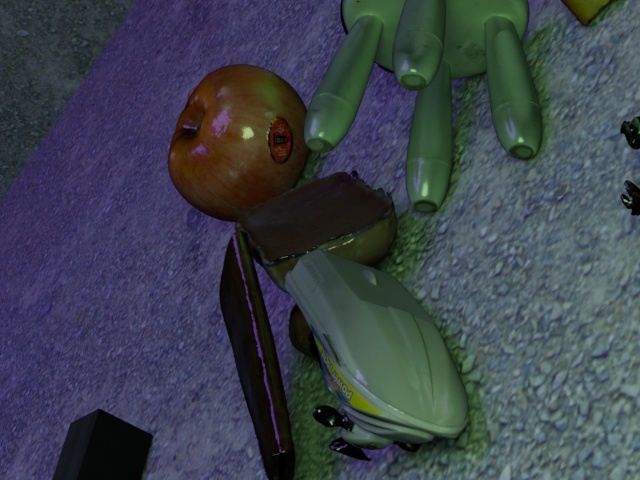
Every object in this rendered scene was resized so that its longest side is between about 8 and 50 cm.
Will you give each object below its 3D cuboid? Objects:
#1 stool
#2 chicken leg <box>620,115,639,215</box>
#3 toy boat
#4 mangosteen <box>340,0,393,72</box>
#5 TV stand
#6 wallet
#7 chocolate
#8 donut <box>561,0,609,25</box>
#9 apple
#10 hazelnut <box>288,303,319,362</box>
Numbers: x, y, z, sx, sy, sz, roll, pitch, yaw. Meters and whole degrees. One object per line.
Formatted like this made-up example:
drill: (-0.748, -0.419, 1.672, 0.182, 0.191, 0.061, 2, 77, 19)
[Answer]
stool: (0.108, -0.166, 1.238, 0.195, 0.195, 0.198, -28, 43, 47)
chicken leg: (0.295, -0.046, 0.905, 0.105, 0.063, 0.234, -62, 26, 5)
toy boat: (0.043, 0.113, 1.116, 0.141, 0.141, 0.269, -48, 29, 22)
mangosteen: (0.087, -0.270, 1.484, 0.151, 0.137, 0.137, 91, -162, -67)
TV stand: (-0.295, 0.353, 1.518, 0.083, 0.088, 0.269, -30, 38, 44)
wallet: (-0.067, 0.129, 1.261, 0.137, 0.031, 0.255, 102, 157, -57)
chocolate: (0.001, 0.001, 1.340, 0.161, 0.083, 0.261, -23, 17, -5)
donut: (0.251, -0.356, 1.223, 0.101, 0.152, 0.259, -25, 42, 47)
apple: (-0.108, -0.129, 1.619, 0.209, 0.164, 0.209, -42, 32, 35)
hazelnut: (0.006, 0.087, 1.283, 0.086, 0.086, 0.086, -42, 30, 31)
